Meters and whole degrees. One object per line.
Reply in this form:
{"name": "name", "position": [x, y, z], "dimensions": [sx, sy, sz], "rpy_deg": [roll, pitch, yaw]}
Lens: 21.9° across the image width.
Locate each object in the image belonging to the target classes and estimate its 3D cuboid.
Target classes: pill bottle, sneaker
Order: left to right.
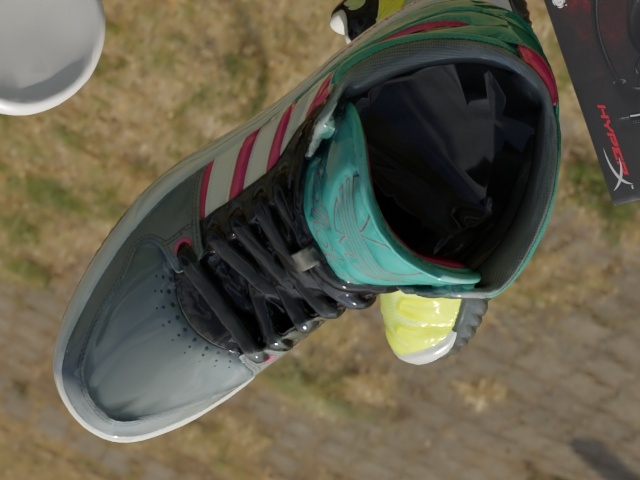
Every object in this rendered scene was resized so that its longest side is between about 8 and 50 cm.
{"name": "pill bottle", "position": [-0.236, -0.148, 1.109], "dimensions": [0.117, 0.118, 0.208], "rpy_deg": [43, 165, -29]}
{"name": "sneaker", "position": [0.000, 0.000, 0.759], "dimensions": [0.124, 0.295, 0.178], "rpy_deg": [47, 179, -13]}
{"name": "sneaker", "position": [0.067, -0.059, 1.342], "dimensions": [0.147, 0.145, 0.385], "rpy_deg": [-9, 127, -15]}

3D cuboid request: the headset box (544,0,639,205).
{"name": "headset box", "position": [0.282, -0.159, 0.971], "dimensions": [0.293, 0.110, 0.218], "rpy_deg": [-12, 101, 46]}
